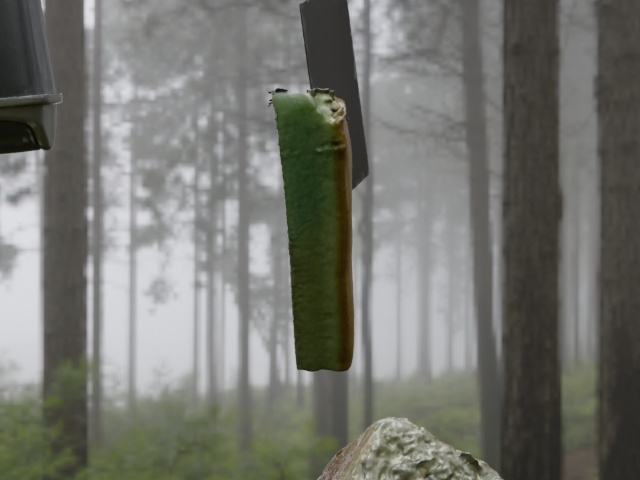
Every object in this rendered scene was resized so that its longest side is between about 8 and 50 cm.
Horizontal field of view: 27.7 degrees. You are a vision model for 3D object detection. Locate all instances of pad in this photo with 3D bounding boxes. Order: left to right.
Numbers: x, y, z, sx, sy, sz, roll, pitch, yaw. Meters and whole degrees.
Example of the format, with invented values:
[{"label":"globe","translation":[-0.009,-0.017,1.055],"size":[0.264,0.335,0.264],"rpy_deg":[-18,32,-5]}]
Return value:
[{"label":"pad","translation":[0.018,-0.173,1.541],"size":[0.006,0.245,0.170],"rpy_deg":[-1,19,20]}]

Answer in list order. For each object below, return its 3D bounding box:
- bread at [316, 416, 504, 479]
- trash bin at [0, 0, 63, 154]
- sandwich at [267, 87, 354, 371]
[{"label":"bread","translation":[0.086,0.324,1.464],"size":[0.195,0.176,0.246],"rpy_deg":[28,-33,-4]},{"label":"trash bin","translation":[-0.496,-0.270,1.905],"size":[0.209,0.290,0.182],"rpy_deg":[-5,7,1]},{"label":"sandwich","translation":[0.000,0.000,1.034],"size":[0.063,0.212,0.245],"rpy_deg":[-5,-2,1]}]
